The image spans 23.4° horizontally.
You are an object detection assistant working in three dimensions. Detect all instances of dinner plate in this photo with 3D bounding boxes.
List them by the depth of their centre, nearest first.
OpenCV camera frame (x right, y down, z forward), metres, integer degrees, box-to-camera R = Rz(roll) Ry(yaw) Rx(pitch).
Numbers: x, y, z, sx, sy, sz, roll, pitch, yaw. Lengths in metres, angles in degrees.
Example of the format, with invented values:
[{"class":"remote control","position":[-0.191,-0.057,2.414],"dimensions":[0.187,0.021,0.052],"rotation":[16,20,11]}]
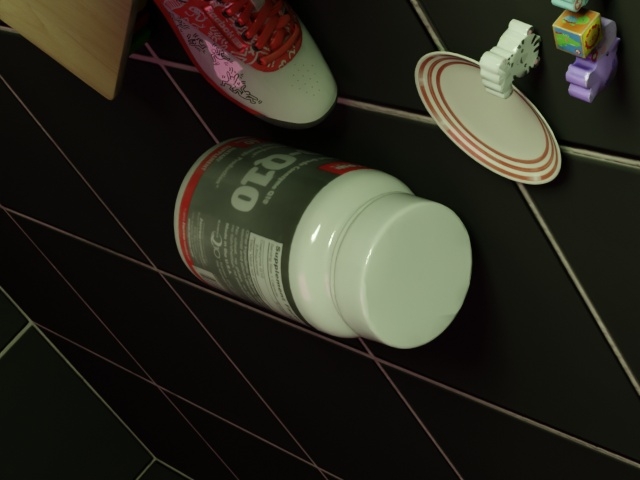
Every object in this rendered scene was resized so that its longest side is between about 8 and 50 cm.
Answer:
[{"class":"dinner plate","position":[0.134,-0.099,1.211],"dimensions":[0.141,0.017,0.141],"rotation":[36,161,14]}]

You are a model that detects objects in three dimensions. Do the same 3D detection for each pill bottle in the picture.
[{"class":"pill bottle","position":[0.000,0.000,1.471],"dimensions":[0.283,0.161,0.161],"rotation":[18,151,48]}]

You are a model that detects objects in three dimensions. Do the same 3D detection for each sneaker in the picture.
[{"class":"sneaker","position":[-0.074,-0.203,1.271],"dimensions":[0.270,0.090,0.145],"rotation":[47,163,-9]}]

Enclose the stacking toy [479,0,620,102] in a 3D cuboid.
[{"class":"stacking toy","position":[0.172,-0.147,0.987],"dimensions":[0.167,0.052,0.221],"rotation":[27,155,32]}]

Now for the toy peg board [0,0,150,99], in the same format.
[{"class":"toy peg board","position":[-0.235,-0.252,1.531],"dimensions":[0.161,0.079,0.160],"rotation":[36,146,9]}]
